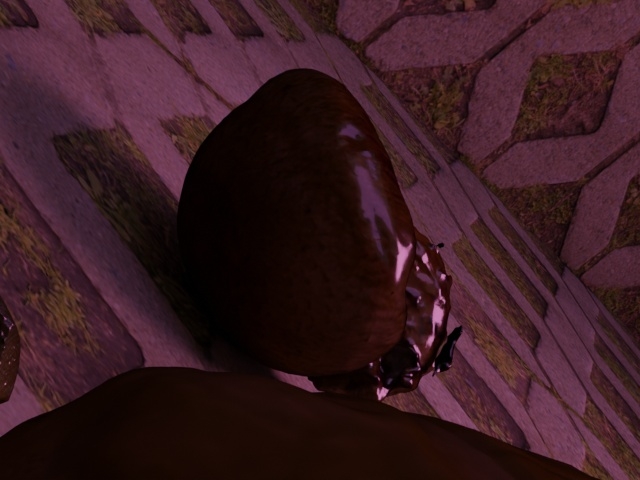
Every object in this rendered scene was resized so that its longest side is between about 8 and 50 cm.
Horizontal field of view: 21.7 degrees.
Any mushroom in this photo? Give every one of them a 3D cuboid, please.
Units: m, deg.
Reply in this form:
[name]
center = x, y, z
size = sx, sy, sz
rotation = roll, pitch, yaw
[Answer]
[mushroom]
center = -0.006, 0.011, 1.372
size = 0.283, 0.195, 0.263
rotation = 55, -24, 3

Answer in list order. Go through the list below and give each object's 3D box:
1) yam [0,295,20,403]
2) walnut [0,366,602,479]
[yam]
center = -0.213, 0.023, 0.884
size = 0.146, 0.069, 0.069
rotation = 54, 12, 20
[walnut]
center = 0.008, 0.228, 0.461
size = 0.354, 0.308, 0.398
rotation = 1, 47, -26
